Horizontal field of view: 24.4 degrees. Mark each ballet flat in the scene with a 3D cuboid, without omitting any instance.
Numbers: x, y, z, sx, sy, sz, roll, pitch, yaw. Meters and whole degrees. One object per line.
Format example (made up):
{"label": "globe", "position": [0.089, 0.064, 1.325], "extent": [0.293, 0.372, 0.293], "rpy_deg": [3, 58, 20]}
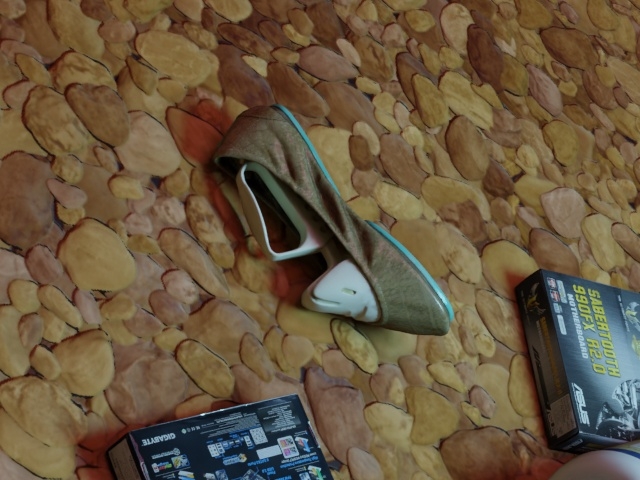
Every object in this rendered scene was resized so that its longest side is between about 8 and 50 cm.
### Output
{"label": "ballet flat", "position": [0.000, 0.000, 1.667], "extent": [0.124, 0.116, 0.342], "rpy_deg": [-37, 87, -27]}

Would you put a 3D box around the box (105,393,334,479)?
{"label": "box", "position": [-0.081, 0.254, 1.448], "extent": [0.220, 0.051, 0.175], "rpy_deg": [-8, 67, -43]}

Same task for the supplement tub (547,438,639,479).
{"label": "supplement tub", "position": [0.415, 0.328, 1.673], "extent": [0.316, 0.228, 0.228], "rpy_deg": [-6, 65, -42]}

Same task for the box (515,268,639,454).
{"label": "box", "position": [0.350, 0.161, 1.866], "extent": [0.183, 0.056, 0.231], "rpy_deg": [14, 53, -32]}
